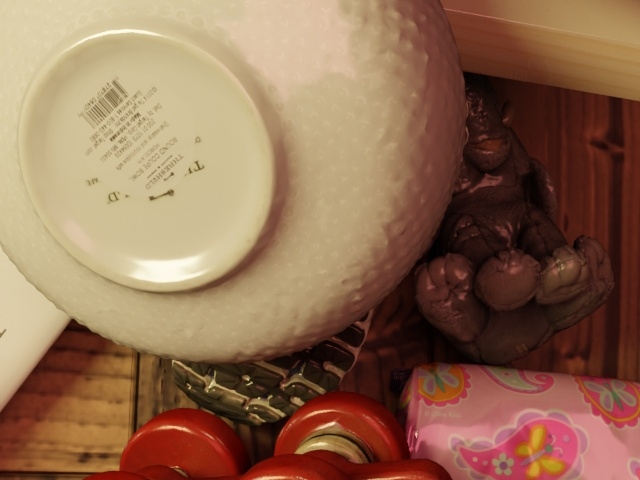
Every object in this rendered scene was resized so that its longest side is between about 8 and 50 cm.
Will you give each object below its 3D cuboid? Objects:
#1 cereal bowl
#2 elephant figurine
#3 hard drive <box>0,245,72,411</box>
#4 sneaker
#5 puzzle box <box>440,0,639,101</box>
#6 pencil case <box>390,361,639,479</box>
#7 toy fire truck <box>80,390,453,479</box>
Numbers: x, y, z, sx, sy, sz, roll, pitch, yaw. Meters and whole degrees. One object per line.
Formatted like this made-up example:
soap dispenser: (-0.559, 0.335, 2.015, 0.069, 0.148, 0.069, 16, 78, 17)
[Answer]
cereal bowl: (-0.084, -0.065, 0.727, 0.338, 0.141, 0.339, 5, 112, 14)
elephant figurine: (0.132, -0.033, 0.956, 0.169, 0.186, 0.239, 19, 43, -44)
hard drive: (-0.261, -0.035, 0.859, 0.233, 0.047, 0.353, 38, 85, -15)
sneaker: (0.000, 0.000, 0.903, 0.129, 0.147, 0.330, 33, 104, -9)
puzzle box: (0.111, -0.277, 0.922, 0.272, 0.052, 0.409, 8, 46, -8)
pencil case: (0.194, 0.168, 0.917, 0.284, 0.124, 0.124, 5, 79, 2)
toy fire truck: (-0.042, 0.257, 0.816, 0.302, 0.169, 0.254, -8, 99, 15)
